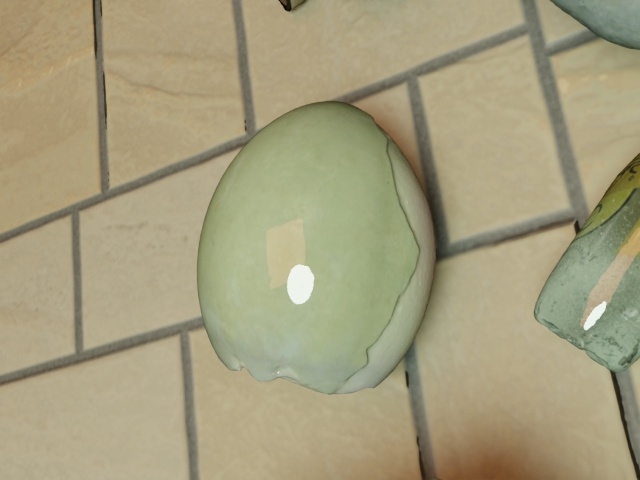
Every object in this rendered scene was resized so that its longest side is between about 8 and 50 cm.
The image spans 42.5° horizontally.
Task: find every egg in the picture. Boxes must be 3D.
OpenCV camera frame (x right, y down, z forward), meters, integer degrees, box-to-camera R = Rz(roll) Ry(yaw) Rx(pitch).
[{"bbox_3d":[0.000,0.000,0.630,0.183,0.183,0.217,11,89,33],"label":"egg"}]

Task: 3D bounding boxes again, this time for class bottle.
[{"bbox_3d":[0.247,-0.039,0.552,0.083,0.083,0.269,36,94,33],"label":"bottle"}]

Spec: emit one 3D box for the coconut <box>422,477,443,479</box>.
[{"bbox_3d":[0.069,0.314,0.409,0.415,0.344,0.415,5,104,20],"label":"coconut"}]

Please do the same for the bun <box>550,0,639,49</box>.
[{"bbox_3d":[0.240,-0.290,0.464,0.362,0.211,0.362,23,127,35],"label":"bun"}]

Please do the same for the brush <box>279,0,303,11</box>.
[{"bbox_3d":[-0.091,-0.358,0.862,0.065,0.070,0.327,-35,58,-3],"label":"brush"}]
